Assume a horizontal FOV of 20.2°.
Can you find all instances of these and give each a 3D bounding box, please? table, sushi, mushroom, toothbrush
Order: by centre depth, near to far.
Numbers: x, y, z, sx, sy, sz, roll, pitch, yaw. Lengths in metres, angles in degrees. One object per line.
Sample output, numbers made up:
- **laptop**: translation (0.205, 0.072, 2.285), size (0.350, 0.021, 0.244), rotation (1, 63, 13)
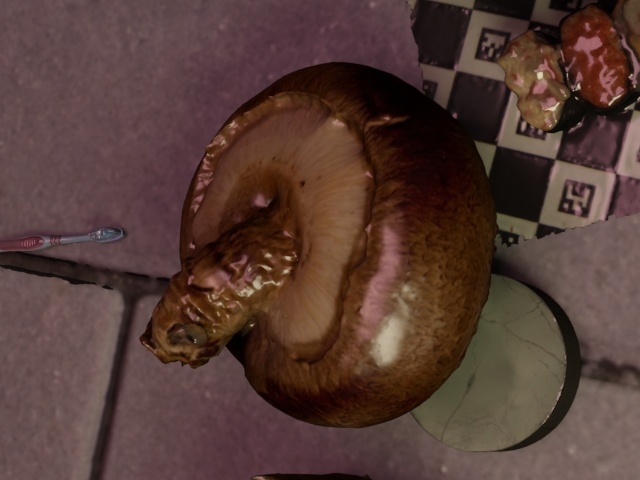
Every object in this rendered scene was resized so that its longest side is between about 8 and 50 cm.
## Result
- **mushroom**: translation (0.004, 0.010, 1.328), size (0.278, 0.163, 0.297), rotation (-41, 45, 9)
- **sushi**: translation (0.197, -0.143, 1.336), size (0.290, 0.050, 0.264), rotation (-13, 79, 24)
- **table**: translation (0.126, 0.092, 1.346), size (0.133, 0.043, 0.133), rotation (-3, 83, 25)
- **toothbrush**: translation (-0.253, 0.002, 1.551), size (0.193, 0.019, 0.013), rotation (-6, 82, 26)

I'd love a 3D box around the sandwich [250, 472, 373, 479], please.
- **sandwich**: translation (0.045, 0.274, 1.278), size (0.227, 0.198, 0.155), rotation (21, 93, 26)
